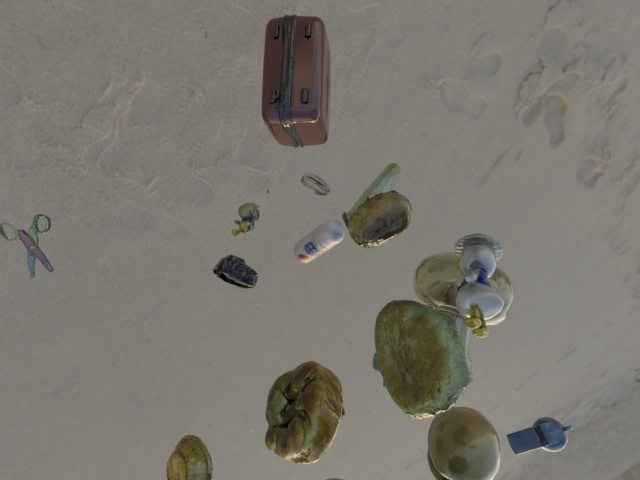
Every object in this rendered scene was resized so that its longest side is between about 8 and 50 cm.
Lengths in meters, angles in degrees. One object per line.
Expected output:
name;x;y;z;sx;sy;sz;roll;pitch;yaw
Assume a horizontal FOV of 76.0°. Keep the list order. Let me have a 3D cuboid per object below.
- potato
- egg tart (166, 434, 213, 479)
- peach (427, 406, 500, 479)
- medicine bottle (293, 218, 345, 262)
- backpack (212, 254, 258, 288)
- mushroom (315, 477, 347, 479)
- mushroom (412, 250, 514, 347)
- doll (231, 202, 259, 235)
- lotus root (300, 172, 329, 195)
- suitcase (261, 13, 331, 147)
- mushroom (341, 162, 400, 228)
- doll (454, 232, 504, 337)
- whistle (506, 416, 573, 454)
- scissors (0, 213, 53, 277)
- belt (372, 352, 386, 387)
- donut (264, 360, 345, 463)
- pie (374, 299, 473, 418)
potato;0.179;-0.050;1.194;0.200;0.081;0.164;-36;124;12
egg tart;-0.439;0.752;1.344;0.090;0.212;0.212;11;125;-47
peach;0.505;0.731;1.435;0.292;0.248;0.291;-8;103;-39
medicine bottle;0.000;0.000;2.076;0.130;0.130;0.341;0;158;-37
backpack;-0.315;0.118;1.553;0.165;0.120;0.105;26;80;-22
mushroom;0.105;0.989;1.595;0.099;0.278;0.096;4;92;-67
mushroom;0.412;0.201;1.257;0.314;0.315;0.335;27;79;-49
doll;-0.274;-0.087;1.520;0.102;0.179;0.088;-15;119;18
lotus root;-0.011;-0.149;1.086;0.030;0.083;0.037;-53;176;-40
suitcase;-0.059;-0.419;1.108;0.161;0.296;0.236;0;174;7
mushroom;0.219;-0.172;1.688;0.333;0.087;0.107;-48;123;-7
doll;0.376;0.089;0.984;0.119;0.293;0.138;-12;131;34
whistle;0.585;0.516;1.080;0.158;0.090;0.090;-34;146;26
scissors;-0.874;0.019;1.243;0.134;0.187;0.020;-19;180;-29
belt;0.263;0.515;1.612;0.088;0.302;0.072;15;91;-2
donut;-0.070;0.608;1.472;0.170;0.360;0.360;33;111;-21
pie;0.243;0.295;1.055;0.071;0.323;0.323;-4;134;-32
